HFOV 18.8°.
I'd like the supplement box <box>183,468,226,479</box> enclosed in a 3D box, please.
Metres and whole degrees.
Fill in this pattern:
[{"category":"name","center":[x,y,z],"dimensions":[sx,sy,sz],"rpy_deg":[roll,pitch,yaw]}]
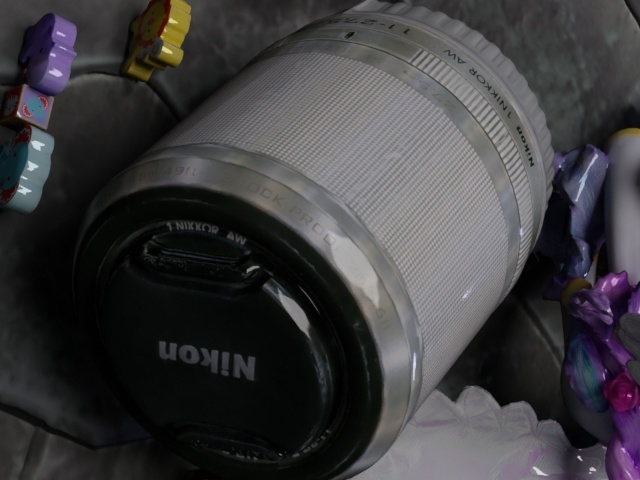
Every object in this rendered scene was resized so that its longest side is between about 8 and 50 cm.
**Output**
[{"category":"supplement box","center":[-0.058,0.171,1.189],"dimensions":[0.043,0.083,0.055],"rpy_deg":[54,51,-19]}]

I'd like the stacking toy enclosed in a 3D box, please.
[{"category":"stacking toy","center":[-0.170,-0.075,1.166],"dimensions":[0.167,0.052,0.221],"rpy_deg":[23,67,-35]}]

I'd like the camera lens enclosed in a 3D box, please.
[{"category":"camera lens","center":[0.000,0.000,1.168],"dimensions":[0.219,0.219,0.274],"rpy_deg":[60,40,-14]}]

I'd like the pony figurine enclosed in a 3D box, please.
[{"category":"pony figurine","center":[0.212,0.109,1.336],"dimensions":[0.351,0.302,0.363],"rpy_deg":[44,38,-39]}]
